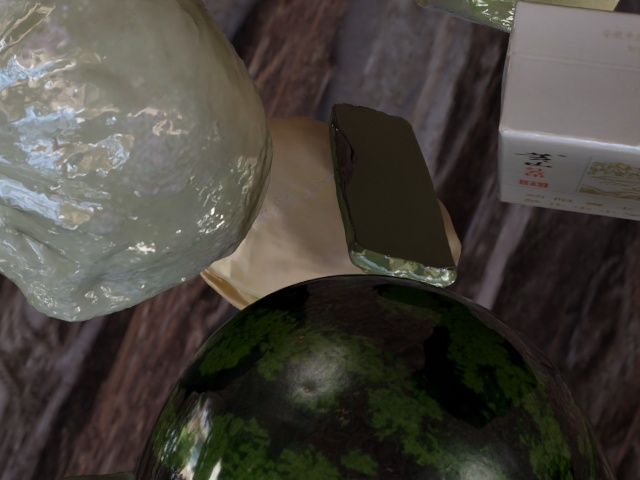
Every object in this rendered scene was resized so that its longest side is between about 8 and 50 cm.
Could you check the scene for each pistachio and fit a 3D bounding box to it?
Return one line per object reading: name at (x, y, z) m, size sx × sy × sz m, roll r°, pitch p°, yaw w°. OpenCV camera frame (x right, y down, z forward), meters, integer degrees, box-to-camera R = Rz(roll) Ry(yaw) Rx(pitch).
pistachio at (0.000, 0.000, 1.307) m, size 0.321 × 0.238 × 0.229 m, roll 29°, pitch 143°, yaw 27°

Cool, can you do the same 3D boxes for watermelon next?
watermelon at (0.027, 0.151, 0.645) m, size 0.269 × 0.269 × 0.269 m, roll 22°, pitch -177°, yaw -1°

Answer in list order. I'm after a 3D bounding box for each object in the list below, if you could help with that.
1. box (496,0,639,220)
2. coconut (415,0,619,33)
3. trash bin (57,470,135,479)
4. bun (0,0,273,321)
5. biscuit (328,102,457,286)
box at (0.152, -0.049, 0.573) m, size 0.141 × 0.058 × 0.201 m, roll 8°, pitch 176°, yaw 10°
coconut at (0.161, -0.275, 0.976) m, size 0.259 × 0.259 × 0.259 m, roll 22°, pitch -177°, yaw -1°
trash bin at (-0.217, 0.452, 1.376) m, size 0.158 × 0.343 × 0.223 m, roll -9°, pitch -155°, yaw 24°
bun at (-0.202, -0.090, 0.810) m, size 0.365 × 0.219 × 0.365 m, roll 36°, pitch 164°, yaw 12°
biscuit at (0.055, -0.049, 1.119) m, size 0.099 × 0.038 × 0.322 m, roll 14°, pitch -155°, yaw -12°
